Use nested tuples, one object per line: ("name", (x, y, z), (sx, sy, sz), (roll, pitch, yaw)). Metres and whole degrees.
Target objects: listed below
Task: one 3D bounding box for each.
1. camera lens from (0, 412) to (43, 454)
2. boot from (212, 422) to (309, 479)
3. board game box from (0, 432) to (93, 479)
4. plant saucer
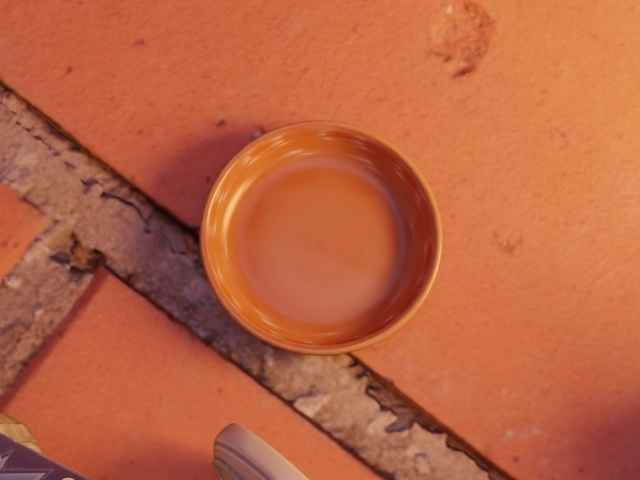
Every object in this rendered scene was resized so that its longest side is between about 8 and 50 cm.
("camera lens", (-0.260, 0.278, 1.306), (0.219, 0.219, 0.274), (-30, 78, -10))
("boot", (-0.024, 0.270, 1.380), (0.123, 0.095, 0.258), (-39, 80, -18))
("board game box", (-0.256, 0.183, 1.203), (0.201, 0.035, 0.136), (29, 64, -2))
("plant saucer", (0.000, 0.000, 1.488), (0.200, 0.037, 0.200), (1, 74, -3))
